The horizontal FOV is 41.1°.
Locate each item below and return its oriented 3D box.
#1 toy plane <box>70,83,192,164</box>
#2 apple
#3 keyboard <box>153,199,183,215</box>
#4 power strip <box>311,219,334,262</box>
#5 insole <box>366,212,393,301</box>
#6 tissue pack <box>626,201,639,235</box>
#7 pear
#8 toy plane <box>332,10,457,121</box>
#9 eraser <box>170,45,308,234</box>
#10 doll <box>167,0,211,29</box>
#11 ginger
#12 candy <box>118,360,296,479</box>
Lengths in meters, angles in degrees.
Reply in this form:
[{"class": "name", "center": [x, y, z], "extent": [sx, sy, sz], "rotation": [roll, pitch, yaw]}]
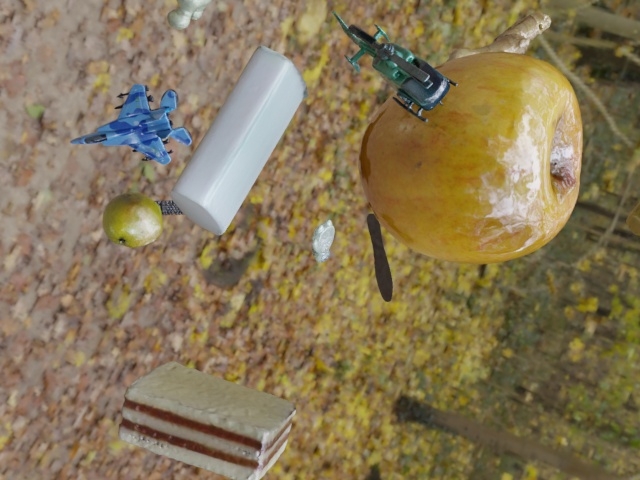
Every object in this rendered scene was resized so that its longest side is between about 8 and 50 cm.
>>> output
[{"class": "toy plane", "center": [-0.381, -0.218, 1.681], "extent": [0.078, 0.246, 0.169], "rotation": [-59, 137, -55]}, {"class": "apple", "center": [0.207, -0.112, 1.179], "extent": [0.299, 0.275, 0.298], "rotation": [-2, 93, -52]}, {"class": "keyboard", "center": [-0.423, -0.094, 2.438], "extent": [0.060, 0.196, 0.018], "rotation": [100, -15, -55]}, {"class": "power strip", "center": [0.000, 0.000, 1.502], "extent": [0.055, 0.035, 0.083], "rotation": [-34, 140, -39]}, {"class": "insole", "center": [0.166, 0.048, 2.352], "extent": [0.005, 0.086, 0.253], "rotation": [-15, 98, -27]}, {"class": "tissue pack", "center": [0.810, -0.030, 1.964], "extent": [0.127, 0.178, 0.123], "rotation": [-35, 163, -7]}, {"class": "pear", "center": [-0.437, -0.057, 1.981], "extent": [0.141, 0.141, 0.104], "rotation": [-51, 148, -40]}, {"class": "toy plane", "center": [0.087, -0.212, 1.033], "extent": [0.096, 0.235, 0.060], "rotation": [34, 99, -40]}, {"class": "eraser", "center": [-0.133, -0.164, 1.432], "extent": [0.290, 0.104, 0.189], "rotation": [-61, 175, -12]}, {"class": "doll", "center": [-0.313, -0.604, 1.845], "extent": [0.155, 0.113, 0.275], "rotation": [-32, 105, -42]}, {"class": "ginger", "center": [0.317, -0.341, 1.545], "extent": [0.288, 0.089, 0.075], "rotation": [-35, 125, -29]}, {"class": "candy", "center": [-0.230, 0.372, 1.757], "extent": [0.179, 0.321, 0.135], "rotation": [-42, 147, -70]}]
